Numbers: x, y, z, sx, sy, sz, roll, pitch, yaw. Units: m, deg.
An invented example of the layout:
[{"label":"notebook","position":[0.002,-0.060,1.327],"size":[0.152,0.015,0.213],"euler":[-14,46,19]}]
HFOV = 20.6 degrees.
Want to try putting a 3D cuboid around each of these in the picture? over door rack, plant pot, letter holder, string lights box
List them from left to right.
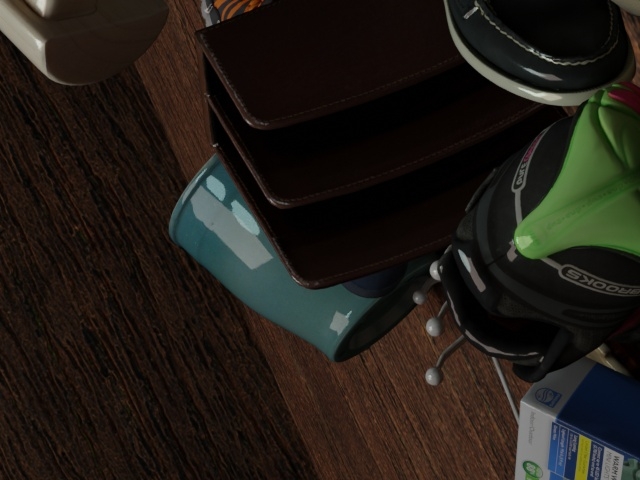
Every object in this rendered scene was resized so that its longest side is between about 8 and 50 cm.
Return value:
[{"label":"plant pot","position":[0.000,0.000,2.130],"size":[0.255,0.272,0.271],"euler":[48,161,15]},{"label":"letter holder","position":[0.074,-0.115,1.527],"size":[0.214,0.302,0.152],"euler":[59,164,30]},{"label":"over door rack","position":[0.183,0.109,1.891],"size":[0.324,0.108,0.239],"euler":[58,165,31]},{"label":"string lights box","position":[0.292,0.202,1.443],"size":[0.260,0.077,0.133],"euler":[25,142,25]}]

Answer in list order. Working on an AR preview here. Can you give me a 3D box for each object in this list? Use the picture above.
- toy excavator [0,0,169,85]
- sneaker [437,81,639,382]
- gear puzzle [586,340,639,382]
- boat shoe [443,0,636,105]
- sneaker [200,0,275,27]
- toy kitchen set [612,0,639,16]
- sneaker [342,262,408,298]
[{"label":"toy excavator","position":[-0.083,-0.373,1.337],"size":[0.222,0.445,0.433],"euler":[45,158,27]},{"label":"sneaker","position":[0.191,0.005,1.348],"size":[0.185,0.202,0.483],"euler":[63,-172,16]},{"label":"gear puzzle","position":[0.309,0.154,1.581],"size":[0.339,0.044,0.175],"euler":[48,173,38]},{"label":"boat shoe","position":[0.154,-0.234,1.401],"size":[0.340,0.127,0.113],"euler":[-106,5,-50]},{"label":"sneaker","position":[-0.056,-0.283,2.181],"size":[0.180,0.125,0.321],"euler":[-49,40,44]},{"label":"toy kitchen set","position":[0.213,-0.284,1.244],"size":[0.207,0.166,0.122],"euler":[32,176,-17]},{"label":"sneaker","position":[0.051,-0.098,1.912],"size":[0.131,0.112,0.319],"euler":[160,105,-73]}]
